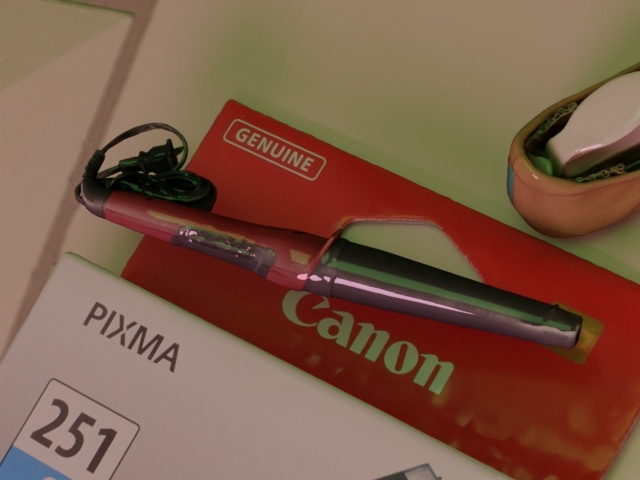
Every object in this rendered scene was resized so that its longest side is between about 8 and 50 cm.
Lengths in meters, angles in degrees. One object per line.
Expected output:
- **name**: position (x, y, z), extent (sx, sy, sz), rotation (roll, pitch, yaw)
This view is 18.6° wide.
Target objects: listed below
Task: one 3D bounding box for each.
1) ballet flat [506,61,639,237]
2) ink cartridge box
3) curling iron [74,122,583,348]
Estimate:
- **ballet flat**: position (0.197, -0.072, 0.956), extent (0.232, 0.073, 0.080), rotation (-30, 61, 4)
- **ink cartridge box**: position (-0.006, 0.077, 0.964), extent (0.296, 0.066, 0.261), rotation (25, 79, 25)
- **curling iron**: position (0.000, 0.000, 0.968), extent (0.274, 0.035, 0.068), rotation (19, 50, 20)
